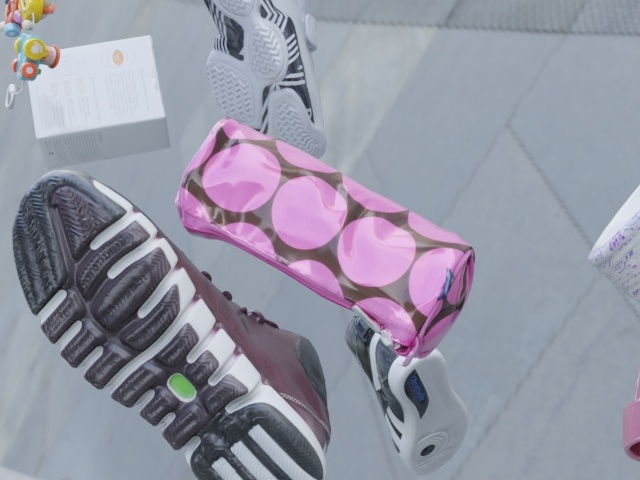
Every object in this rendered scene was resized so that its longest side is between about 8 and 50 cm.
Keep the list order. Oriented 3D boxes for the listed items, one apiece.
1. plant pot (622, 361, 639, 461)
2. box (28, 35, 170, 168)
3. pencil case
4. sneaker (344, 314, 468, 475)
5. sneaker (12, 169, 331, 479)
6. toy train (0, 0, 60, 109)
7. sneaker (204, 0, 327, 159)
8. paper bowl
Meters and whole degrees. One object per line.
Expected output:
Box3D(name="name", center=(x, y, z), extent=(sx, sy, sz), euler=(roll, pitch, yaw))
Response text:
Box3D(name="plant pot", center=(0.467, 0.170, 1.576), extent=(0.201, 0.201, 0.180), euler=(-35, 46, 55))
Box3D(name="box", center=(-0.295, -0.183, 1.729), extent=(0.091, 0.170, 0.130), euler=(97, 162, -66))
Box3D(name="pencil case", center=(0.000, 0.000, 0.883), extent=(0.098, 0.209, 0.095), euler=(-55, -18, -24))
Box3D(name="sneaker", center=(0.084, 0.141, 1.328), extent=(0.121, 0.079, 0.217), euler=(51, 163, 38))
Box3D(name="sneaker", center=(-0.093, 0.063, 0.924), extent=(0.106, 0.281, 0.162), euler=(-38, 1, 17))
Box3D(name="toy train", center=(-0.343, -0.240, 1.539), extent=(0.125, 0.046, 0.166), euler=(-48, 44, 51))
Box3D(name="sneaker", center=(-0.036, -0.274, 1.446), extent=(0.210, 0.366, 0.137), euler=(-35, 21, -36))
Box3D(name="paper bowl", center=(0.444, -0.039, 1.460), extent=(0.284, 0.148, 0.284), euler=(-48, -5, -6))
